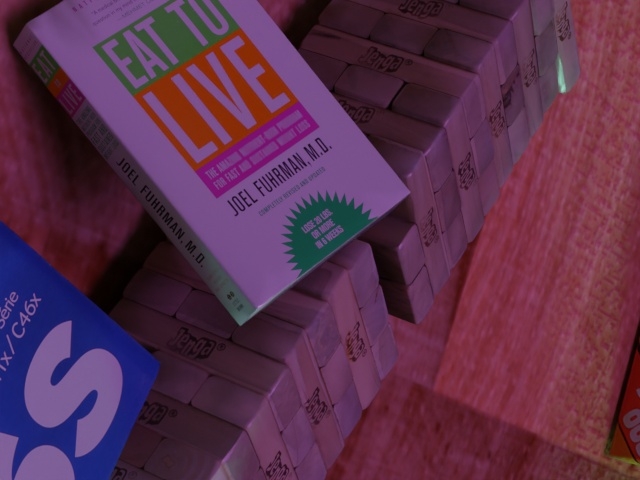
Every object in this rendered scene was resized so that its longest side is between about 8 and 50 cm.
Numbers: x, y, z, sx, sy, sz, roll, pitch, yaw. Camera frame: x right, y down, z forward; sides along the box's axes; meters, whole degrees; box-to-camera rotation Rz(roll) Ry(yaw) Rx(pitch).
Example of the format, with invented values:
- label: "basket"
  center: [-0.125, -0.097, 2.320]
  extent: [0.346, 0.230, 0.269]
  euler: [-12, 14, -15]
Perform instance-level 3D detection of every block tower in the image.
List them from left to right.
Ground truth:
- label: "block tower"
  center: [0.000, 0.000, 0.884]
  extent: [0.335, 0.097, 0.091]
  euler: [-55, 150, -27]

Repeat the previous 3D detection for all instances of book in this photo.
- label: "book"
  center: [-0.044, -0.047, 0.795]
  extent: [0.144, 0.035, 0.096]
  euler: [50, 52, 3]

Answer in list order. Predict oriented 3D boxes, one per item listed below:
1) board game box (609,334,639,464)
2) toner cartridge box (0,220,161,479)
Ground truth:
- label: "board game box"
  center: [0.466, 0.039, 1.326]
  extent: [0.356, 0.356, 0.356]
  euler: [22, 83, -55]
- label: "toner cartridge box"
  center: [-0.190, 0.150, 0.665]
  extent: [0.165, 0.075, 0.348]
  euler: [46, 59, -45]
